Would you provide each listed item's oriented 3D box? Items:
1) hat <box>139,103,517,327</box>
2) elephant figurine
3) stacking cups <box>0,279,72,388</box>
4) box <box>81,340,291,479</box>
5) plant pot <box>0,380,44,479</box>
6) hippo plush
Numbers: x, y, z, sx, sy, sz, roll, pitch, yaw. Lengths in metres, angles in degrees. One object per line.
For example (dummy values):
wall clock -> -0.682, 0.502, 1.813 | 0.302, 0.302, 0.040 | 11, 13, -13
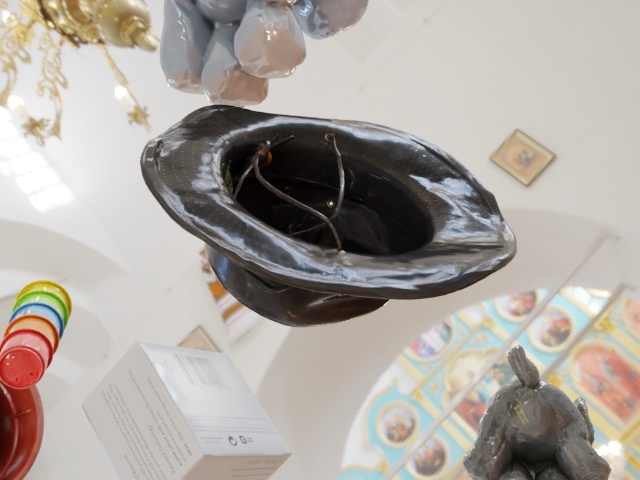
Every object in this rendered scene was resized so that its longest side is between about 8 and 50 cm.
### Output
hat -> 0.000, 0.000, 0.704 | 0.331, 0.331, 0.134 | -11, -52, -39
elephant figurine -> 0.265, 0.261, 0.985 | 0.186, 0.169, 0.239 | -52, -22, 2
stacking cups -> -0.441, 0.136, 1.204 | 0.096, 0.316, 0.096 | -2, -81, -12
box -> -0.165, 0.235, 0.983 | 0.119, 0.182, 0.181 | -48, -32, 14
plant pot -> -0.641, 0.323, 1.295 | 0.272, 0.272, 0.265 | -1, -20, -45
hippo plush -> -0.077, -0.300, 0.987 | 0.236, 0.294, 0.234 | -22, -40, -49
